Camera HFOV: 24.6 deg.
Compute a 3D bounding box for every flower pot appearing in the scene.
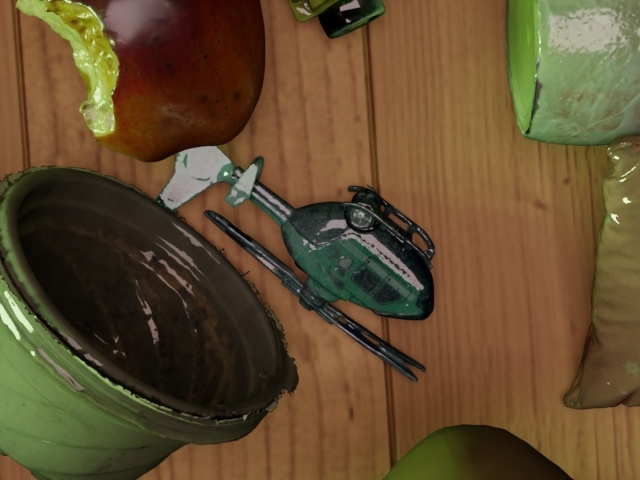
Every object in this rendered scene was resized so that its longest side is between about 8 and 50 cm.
[{"bbox_3d":[-0.147,0.072,0.971,0.235,0.235,0.140,40,115,0],"label":"flower pot"}]

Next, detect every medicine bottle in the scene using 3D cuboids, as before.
[{"bbox_3d":[0.202,-0.138,0.978,0.143,0.147,0.147,-3,91,-1],"label":"medicine bottle"}]

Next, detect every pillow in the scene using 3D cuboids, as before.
[{"bbox_3d":[0.291,0.035,0.986,0.236,0.084,0.223,4,125,7],"label":"pillow"}]

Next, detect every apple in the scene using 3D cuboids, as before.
[{"bbox_3d":[-0.106,-0.139,0.983,0.147,0.156,0.158,-29,120,2],"label":"apple"}]

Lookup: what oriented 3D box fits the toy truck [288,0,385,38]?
[{"bbox_3d":[0.084,-0.247,0.985,0.260,0.135,0.128,-25,91,-2],"label":"toy truck"}]

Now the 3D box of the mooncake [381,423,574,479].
[{"bbox_3d":[0.047,0.347,0.853,0.262,0.467,0.467,33,91,5],"label":"mooncake"}]

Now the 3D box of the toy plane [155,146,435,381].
[{"bbox_3d":[0.000,0.000,1.032,0.235,0.060,0.096,37,105,-4],"label":"toy plane"}]
